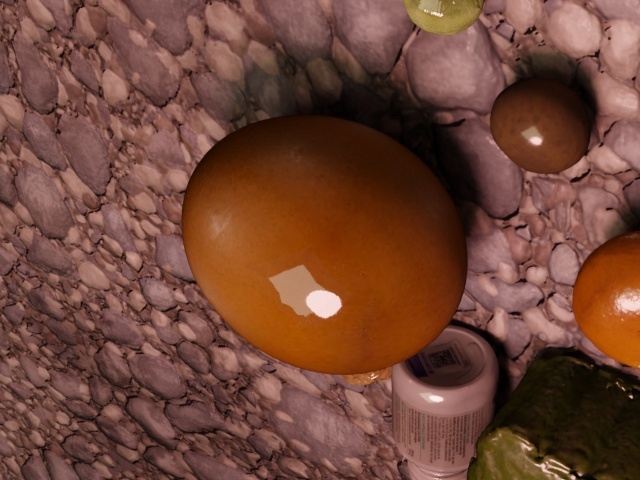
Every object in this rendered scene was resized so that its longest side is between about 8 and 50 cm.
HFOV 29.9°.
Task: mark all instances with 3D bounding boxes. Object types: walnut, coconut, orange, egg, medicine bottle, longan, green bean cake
[{"bbox_3d":[0.056,0.155,1.608,0.096,0.083,0.079,9,160,44],"label":"walnut"},{"bbox_3d":[0.122,-0.250,1.196,0.088,0.088,0.096,35,169,11],"label":"coconut"},{"bbox_3d":[0.343,0.059,1.251,0.156,0.124,0.156,10,131,11],"label":"orange"},{"bbox_3d":[0.000,0.000,1.362,0.351,0.282,0.283,33,140,29],"label":"egg"},{"bbox_3d":[0.159,0.225,1.538,0.135,0.135,0.215,20,135,26],"label":"medicine bottle"},{"bbox_3d":[0.224,-0.116,1.223,0.113,0.092,0.113,23,160,9],"label":"longan"},{"bbox_3d":[0.327,0.338,1.436,0.335,0.218,0.319,22,136,21],"label":"green bean cake"}]
